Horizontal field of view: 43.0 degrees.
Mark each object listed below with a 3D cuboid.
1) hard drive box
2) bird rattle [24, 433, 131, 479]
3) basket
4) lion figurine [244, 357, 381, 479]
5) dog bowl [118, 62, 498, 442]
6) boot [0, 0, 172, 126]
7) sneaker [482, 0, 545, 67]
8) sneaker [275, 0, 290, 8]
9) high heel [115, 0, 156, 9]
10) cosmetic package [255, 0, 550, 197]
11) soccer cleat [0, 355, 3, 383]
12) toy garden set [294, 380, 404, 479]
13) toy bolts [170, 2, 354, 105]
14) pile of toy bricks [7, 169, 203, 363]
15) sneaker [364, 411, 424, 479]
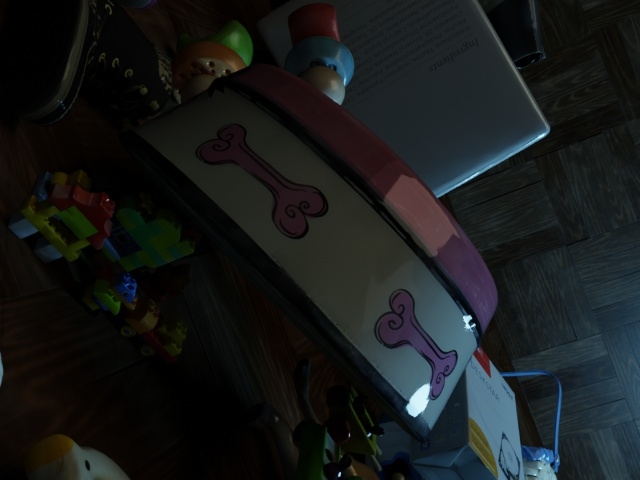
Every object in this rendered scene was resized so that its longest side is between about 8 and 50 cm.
[{"bbox_3d":[0.211,0.265,1.169,0.181,0.089,0.232,51,26,-27],"label":"hard drive box"},{"bbox_3d":[-0.121,0.234,0.546,0.253,0.143,0.207,51,8,-52],"label":"bird rattle"},{"bbox_3d":[0.290,0.370,1.427,0.201,0.254,0.289,31,60,-61],"label":"basket"},{"bbox_3d":[0.023,0.323,0.814,0.240,0.142,0.392,44,34,-24],"label":"lion figurine"},{"bbox_3d":[0.000,0.000,0.799,0.408,0.150,0.408,45,-6,6],"label":"dog bowl"},{"bbox_3d":[-0.212,-0.164,0.789,0.179,0.085,0.236,52,23,-49],"label":"boot"},{"bbox_3d":[0.316,-0.340,1.377,0.222,0.083,0.118,18,62,-88],"label":"sneaker"},{"bbox_3d":[-0.036,-0.492,1.682,0.130,0.109,0.286,42,29,-44],"label":"sneaker"},{"bbox_3d":[-0.251,-0.433,0.891,0.377,0.127,0.181,63,28,-9],"label":"high heel"},{"bbox_3d":[0.144,-0.266,1.419,0.394,0.327,0.329,60,8,1],"label":"cosmetic package"},{"bbox_3d":[-0.243,0.012,0.500,0.196,0.076,0.068,66,17,-9],"label":"soccer cleat"},{"bbox_3d":[0.069,0.263,0.777,0.244,0.049,0.204,56,15,-16],"label":"toy garden set"},{"bbox_3d":[-0.060,-0.180,1.047,0.159,0.228,0.218,-92,162,-48],"label":"toy bolts"},{"bbox_3d":[-0.157,0.005,0.719,0.212,0.105,0.118,55,22,-38],"label":"pile of toy bricks"},{"bbox_3d":[0.157,0.402,1.209,0.236,0.130,0.323,-34,105,-64],"label":"sneaker"}]
